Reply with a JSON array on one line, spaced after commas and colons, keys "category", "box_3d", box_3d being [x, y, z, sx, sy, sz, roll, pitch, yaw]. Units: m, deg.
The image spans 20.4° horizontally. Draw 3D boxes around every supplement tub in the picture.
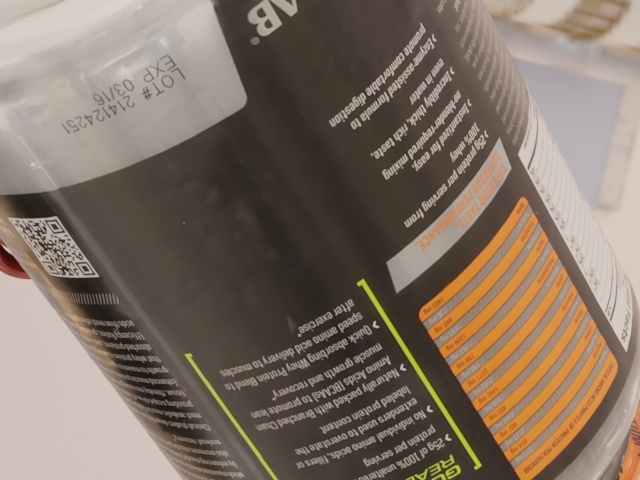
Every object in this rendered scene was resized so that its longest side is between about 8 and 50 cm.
[{"category": "supplement tub", "box_3d": [0.000, 0.000, 0.671, 0.193, 0.316, 0.193, -23, -149, 15]}]

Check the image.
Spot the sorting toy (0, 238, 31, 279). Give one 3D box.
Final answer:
[{"category": "sorting toy", "box_3d": [-0.120, -0.017, 0.878, 0.061, 0.102, 0.042, 75, 7, -45]}]
